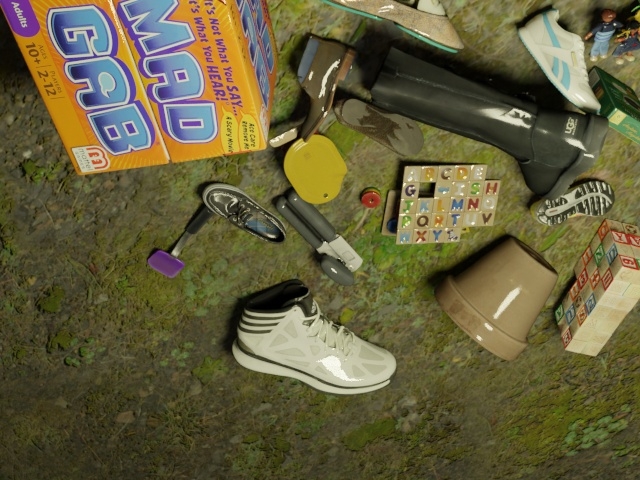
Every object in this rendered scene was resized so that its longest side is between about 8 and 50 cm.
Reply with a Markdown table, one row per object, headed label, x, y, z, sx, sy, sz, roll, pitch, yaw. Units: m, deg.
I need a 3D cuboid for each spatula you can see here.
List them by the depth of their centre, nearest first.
| label | x | y | z | sx | sy | sz | roll | pitch | yaw |
| --- | --- | --- | --- | --- | --- | --- | --- | --- | --- |
| spatula | -0.335 | -0.002 | 1.989 | 0.084 | 0.030 | 0.296 | 30 | 125 | -19 |

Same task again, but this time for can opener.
| label | x | y | z | sx | sy | sz | roll | pitch | yaw |
| --- | --- | --- | --- | --- | --- | --- | --- | --- | --- |
| can opener | 0.000 | 0.000 | 1.936 | 0.076 | 0.095 | 0.283 | -30 | 123 | 23 |

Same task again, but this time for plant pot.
| label | x | y | z | sx | sy | sz | roll | pitch | yaw |
| --- | --- | --- | --- | --- | --- | --- | --- | --- | --- |
| plant pot | 0.442 | 0.121 | 1.947 | 0.263 | 0.263 | 0.229 | 31 | 107 | -22 |

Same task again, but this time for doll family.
| label | x | y | z | sx | sy | sz | roll | pitch | yaw |
| --- | --- | --- | --- | --- | --- | --- | --- | --- | --- |
| doll family | 0.602 | -0.411 | 1.560 | 0.193 | 0.076 | 0.111 | -29 | 152 | -14 |

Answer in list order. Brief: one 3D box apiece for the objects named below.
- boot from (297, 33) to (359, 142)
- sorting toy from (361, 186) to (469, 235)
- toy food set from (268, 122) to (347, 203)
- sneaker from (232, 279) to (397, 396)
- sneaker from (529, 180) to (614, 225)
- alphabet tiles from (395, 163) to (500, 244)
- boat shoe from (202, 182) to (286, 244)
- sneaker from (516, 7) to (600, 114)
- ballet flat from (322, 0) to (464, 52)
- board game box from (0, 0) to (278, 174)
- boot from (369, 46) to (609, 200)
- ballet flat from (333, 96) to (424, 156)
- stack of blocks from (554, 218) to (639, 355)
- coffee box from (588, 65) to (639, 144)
| label | x | y | z | sx | sy | sz | roll | pitch | yaw |
| --- | --- | --- | --- | --- | --- | --- | --- | --- | --- |
| boot | -0.016 | -0.318 | 1.676 | 0.106 | 0.082 | 0.219 | 27 | 107 | -6 |
| sorting toy | 0.228 | -0.051 | 1.917 | 0.274 | 0.046 | 0.132 | 5 | 130 | -3 |
| toy food set | -0.028 | -0.185 | 1.809 | 0.128 | 0.071 | 0.218 | -33 | 127 | -2 |
| sneaker | 0.001 | 0.252 | 2.100 | 0.447 | 0.169 | 0.257 | 11 | 131 | -4 |
| sneaker | 0.576 | -0.089 | 1.860 | 0.208 | 0.094 | 0.082 | -11 | 95 | -11 |
| alphabet tiles | 0.297 | -0.083 | 1.864 | 0.237 | 0.009 | 0.198 | -2 | 118 | -12 |
| boat shoe | -0.174 | -0.056 | 1.894 | 0.228 | 0.076 | 0.080 | 35 | 99 | -26 |
| sneaker | 0.483 | -0.347 | 1.575 | 0.092 | 0.087 | 0.229 | -36 | 83 | 19 |
| ballet flat | 0.150 | -0.459 | 1.546 | 0.316 | 0.107 | 0.106 | 18 | 115 | -13 |
| board game box | -0.295 | -0.383 | 1.457 | 0.356 | 0.357 | 0.356 | -7 | 130 | 8 |
| boot | 0.319 | -0.236 | 1.670 | 0.445 | 0.146 | 0.367 | 16 | 168 | 4 |
| ballet flat | 0.124 | -0.245 | 1.730 | 0.249 | 0.058 | 0.084 | 16 | 89 | -36 |
| stack of blocks | 0.681 | 0.118 | 1.959 | 0.087 | 0.171 | 0.297 | 12 | 130 | -8 |
| coffee box | 0.602 | -0.273 | 1.626 | 0.113 | 0.184 | 0.040 | 26 | 125 | -18 |
